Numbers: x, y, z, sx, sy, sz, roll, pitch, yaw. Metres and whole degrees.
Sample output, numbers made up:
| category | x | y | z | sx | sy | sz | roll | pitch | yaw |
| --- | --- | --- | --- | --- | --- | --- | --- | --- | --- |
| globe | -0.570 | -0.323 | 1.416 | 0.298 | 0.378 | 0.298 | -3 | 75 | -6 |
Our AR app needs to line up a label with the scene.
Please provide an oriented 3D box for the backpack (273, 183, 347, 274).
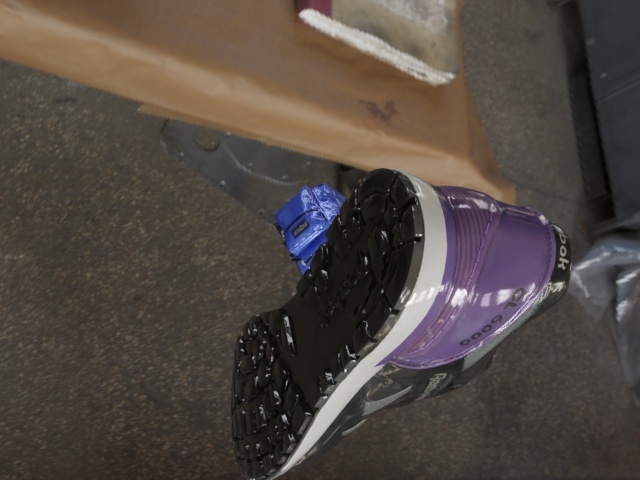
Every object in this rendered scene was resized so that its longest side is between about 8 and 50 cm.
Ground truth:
| category | x | y | z | sx | sy | sz | roll | pitch | yaw |
| --- | --- | --- | --- | --- | --- | --- | --- | --- | --- |
| backpack | 0.000 | 0.000 | 1.052 | 0.101 | 0.098 | 0.120 | 20 | 33 | -48 |

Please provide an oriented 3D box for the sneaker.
| category | x | y | z | sx | sy | sz | roll | pitch | yaw |
| --- | --- | --- | --- | --- | --- | --- | --- | --- | --- |
| sneaker | 0.037 | 0.074 | 0.494 | 0.124 | 0.283 | 0.107 | 8 | 57 | -25 |
